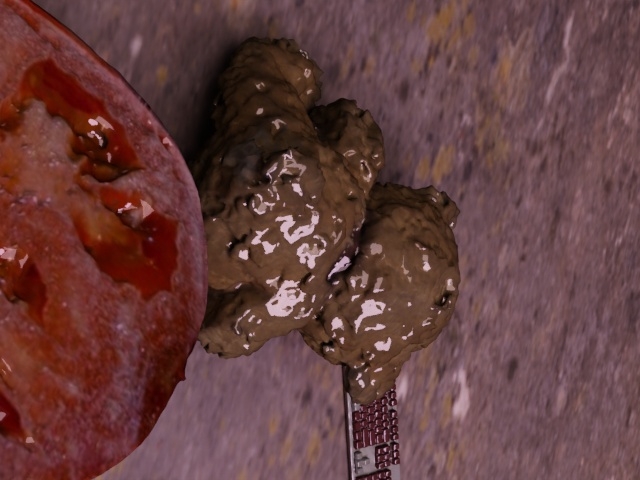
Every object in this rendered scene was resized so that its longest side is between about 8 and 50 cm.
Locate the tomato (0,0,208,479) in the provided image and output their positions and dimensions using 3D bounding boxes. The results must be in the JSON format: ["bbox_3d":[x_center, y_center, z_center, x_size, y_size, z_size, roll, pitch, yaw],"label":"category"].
[{"bbox_3d":[-0.229,-0.003,0.606,0.338,0.143,0.339,28,49,-38],"label":"tomato"}]

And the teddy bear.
[{"bbox_3d":[0.000,0.000,0.790,0.256,0.156,0.267,36,75,-32],"label":"teddy bear"}]

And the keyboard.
[{"bbox_3d":[0.049,0.157,0.918,0.055,0.017,0.166,-9,100,-31],"label":"keyboard"}]
